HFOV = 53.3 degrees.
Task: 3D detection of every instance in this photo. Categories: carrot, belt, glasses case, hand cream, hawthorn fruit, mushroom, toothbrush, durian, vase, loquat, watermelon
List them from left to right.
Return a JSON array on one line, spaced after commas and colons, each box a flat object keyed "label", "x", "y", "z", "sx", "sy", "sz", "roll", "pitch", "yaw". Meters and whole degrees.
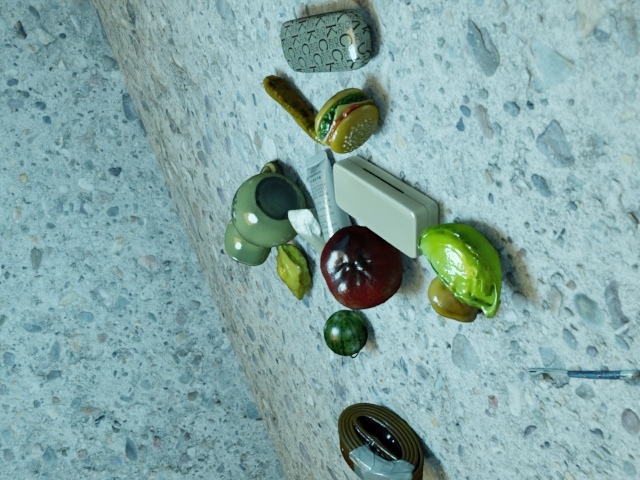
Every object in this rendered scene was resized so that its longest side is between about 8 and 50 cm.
[{"label": "vase", "x": -0.184, "y": -0.112, "z": 2.109, "sx": 0.302, "sy": 0.241, "sz": 0.329, "roll": 134, "pitch": 146, "yaw": -56}, {"label": "carrot", "x": -0.065, "y": -0.370, "z": 1.815, "sx": 0.314, "sy": 0.066, "sz": 0.066, "roll": 51, "pitch": 151, "yaw": 29}, {"label": "mushroom", "x": 0.005, "y": -0.009, "z": 1.947, "sx": 0.246, "sy": 0.108, "sz": 0.096, "roll": 58, "pitch": 154, "yaw": -13}, {"label": "glasses case", "x": 0.005, "y": -0.481, "z": 1.558, "sx": 0.355, "sy": 0.085, "sz": 0.137, "roll": 22, "pitch": 132, "yaw": 56}, {"label": "hand cream", "x": 0.023, "y": -0.099, "z": 1.861, "sx": 0.140, "sy": 0.089, "sz": 0.314, "roll": -11, "pitch": 97, "yaw": 63}, {"label": "watermelon", "x": 0.085, "y": 0.311, "z": 2.032, "sx": 0.141, "sy": 0.141, "sz": 0.187, "roll": 26, "pitch": 137, "yaw": 54}, {"label": "hawthorn fruit", "x": 0.105, "y": 0.084, "z": 1.731, "sx": 0.230, "sy": 0.210, "sz": 0.266, "roll": 53, "pitch": 167, "yaw": 15}, {"label": "belt", "x": 0.191, "y": 0.665, "z": 2.033, "sx": 0.339, "sy": 0.217, "sz": 0.122, "roll": 36, "pitch": 143, "yaw": 44}, {"label": "glasses case", "x": 0.158, "y": -0.092, "z": 1.609, "sx": 0.336, "sy": 0.076, "sz": 0.143, "roll": 40, "pitch": 145, "yaw": 44}, {"label": "loquat", "x": 0.312, "y": 0.130, "z": 1.470, "sx": 0.137, "sy": 0.113, "sz": 0.137, "roll": 37, "pitch": 171, "yaw": 7}, {"label": "durian", "x": 0.313, "y": 0.046, "z": 1.380, "sx": 0.250, "sy": 0.101, "sz": 0.139, "roll": 44, "pitch": 131, "yaw": 38}, {"label": "toothbrush", "x": 0.517, "y": 0.270, "z": 1.282, "sx": 0.026, "sy": 0.024, "sz": 0.288, "roll": 65, "pitch": 155, "yaw": 0}]

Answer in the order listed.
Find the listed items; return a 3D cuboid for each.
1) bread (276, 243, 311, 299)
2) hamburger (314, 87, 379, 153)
[{"label": "bread", "x": -0.094, "y": 0.104, "z": 2.267, "sx": 0.160, "sy": 0.088, "sz": 0.233, "roll": 58, "pitch": 157, "yaw": 28}, {"label": "hamburger", "x": 0.065, "y": -0.288, "z": 1.535, "sx": 0.115, "sy": 0.162, "sz": 0.162, "roll": 48, "pitch": 150, "yaw": 21}]
